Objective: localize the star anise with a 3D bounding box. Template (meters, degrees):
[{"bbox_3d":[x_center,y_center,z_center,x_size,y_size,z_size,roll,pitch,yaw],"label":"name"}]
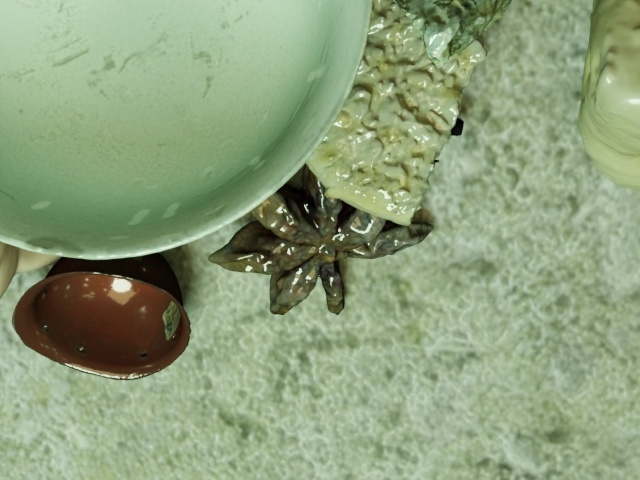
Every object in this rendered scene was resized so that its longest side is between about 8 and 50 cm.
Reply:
[{"bbox_3d":[-0.007,-0.012,1.177,0.212,0.073,0.197,-42,120,17],"label":"star anise"}]

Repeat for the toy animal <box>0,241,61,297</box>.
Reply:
[{"bbox_3d":[-0.390,-0.066,1.110,0.237,0.326,0.269,-12,148,16],"label":"toy animal"}]

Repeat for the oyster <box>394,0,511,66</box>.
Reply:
[{"bbox_3d":[0.114,-0.244,1.036,0.125,0.064,0.177,-21,74,2],"label":"oyster"}]

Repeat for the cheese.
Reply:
[{"bbox_3d":[0.331,-0.172,1.084,0.174,0.251,0.248,14,72,13],"label":"cheese"}]

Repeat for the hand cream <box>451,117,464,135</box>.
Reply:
[{"bbox_3d":[0.018,-0.129,1.171,0.248,0.052,0.075,8,85,7],"label":"hand cream"}]

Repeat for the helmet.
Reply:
[{"bbox_3d":[-0.219,0.056,1.206,0.175,0.106,0.155,-5,132,-1],"label":"helmet"}]

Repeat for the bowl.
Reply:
[{"bbox_3d":[-0.165,-0.187,1.053,0.435,0.196,0.435,-1,82,4],"label":"bowl"}]

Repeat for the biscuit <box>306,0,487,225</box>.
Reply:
[{"bbox_3d":[0.059,-0.169,1.102,0.179,0.084,0.281,21,85,7],"label":"biscuit"}]
